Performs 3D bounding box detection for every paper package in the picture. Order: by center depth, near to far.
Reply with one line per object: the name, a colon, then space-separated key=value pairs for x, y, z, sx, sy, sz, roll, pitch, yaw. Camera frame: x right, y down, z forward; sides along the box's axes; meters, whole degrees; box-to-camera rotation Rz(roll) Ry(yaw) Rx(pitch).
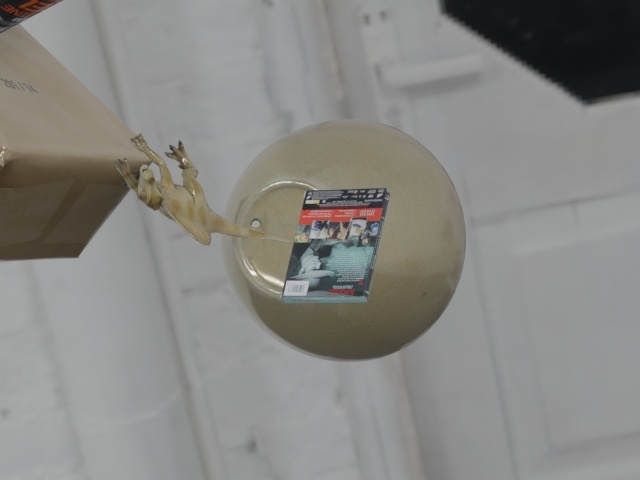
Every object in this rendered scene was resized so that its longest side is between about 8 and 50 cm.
paper package: x=-0.399 y=-0.130 z=2.023 sx=0.309 sy=0.168 sz=0.325 roll=44 pitch=18 yaw=17

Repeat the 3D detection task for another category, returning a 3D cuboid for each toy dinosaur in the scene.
toy dinosaur: x=-0.104 y=-0.028 z=1.353 sx=0.053 sy=0.183 sz=0.092 roll=-44 pitch=59 yaw=13

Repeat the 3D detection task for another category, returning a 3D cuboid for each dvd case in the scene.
dvd case: x=0.014 y=0.004 z=1.677 sx=0.087 sy=0.013 sz=0.119 roll=-2 pitch=58 yaw=24

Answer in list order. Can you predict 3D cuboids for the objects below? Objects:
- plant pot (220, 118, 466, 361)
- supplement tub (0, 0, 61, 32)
plant pot: x=0.000 y=0.000 z=2.000 sx=0.284 sy=0.284 sz=0.191 roll=-4 pitch=-2 yaw=22
supplement tub: x=-0.237 y=-0.207 z=1.295 sx=0.198 sy=0.106 sz=0.106 roll=-22 pitch=15 yaw=26
